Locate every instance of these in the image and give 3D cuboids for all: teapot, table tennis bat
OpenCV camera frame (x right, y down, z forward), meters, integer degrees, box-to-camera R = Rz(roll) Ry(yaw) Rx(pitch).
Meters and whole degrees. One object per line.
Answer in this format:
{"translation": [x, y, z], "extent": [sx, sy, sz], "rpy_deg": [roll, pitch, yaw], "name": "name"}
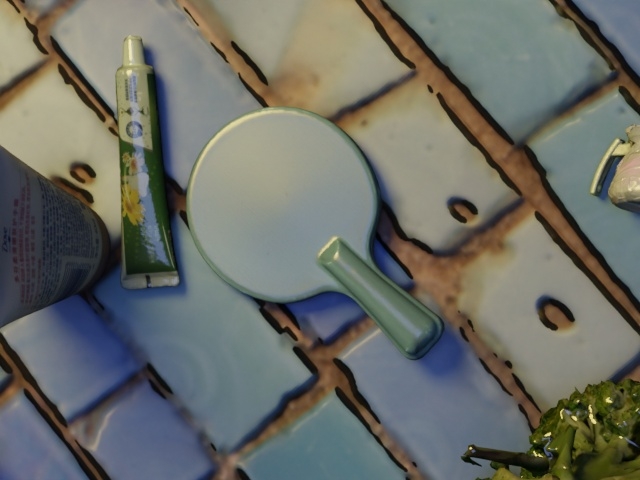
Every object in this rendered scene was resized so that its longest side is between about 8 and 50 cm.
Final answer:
{"translation": [0.249, -0.055, 1.351], "extent": [0.083, 0.064, 0.064], "rpy_deg": [1, 79, 37], "name": "teapot"}
{"translation": [0.000, 0.000, 1.383], "extent": [0.244, 0.040, 0.153], "rpy_deg": [43, 93, 10], "name": "table tennis bat"}

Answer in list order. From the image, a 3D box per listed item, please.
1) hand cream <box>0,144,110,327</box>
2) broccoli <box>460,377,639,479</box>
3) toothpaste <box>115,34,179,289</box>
{"translation": [-0.218, 0.005, 1.299], "extent": [0.083, 0.248, 0.133], "rpy_deg": [-2, 86, 4], "name": "hand cream"}
{"translation": [0.197, 0.234, 1.238], "extent": [0.304, 0.283, 0.321], "rpy_deg": [22, 80, 38], "name": "broccoli"}
{"translation": [-0.144, -0.063, 1.403], "extent": [0.049, 0.031, 0.204], "rpy_deg": [-5, 89, 8], "name": "toothpaste"}
